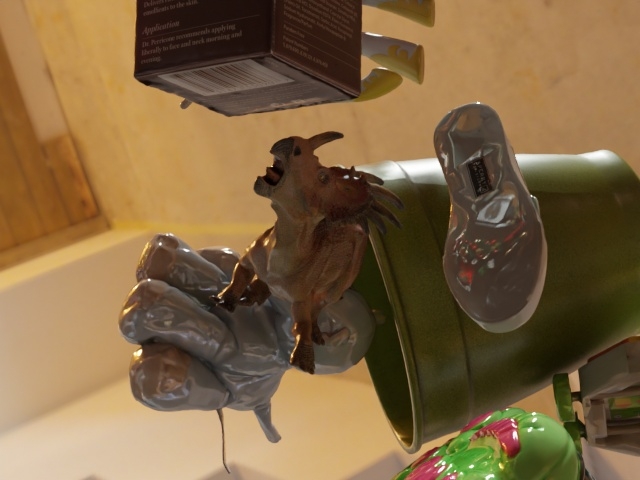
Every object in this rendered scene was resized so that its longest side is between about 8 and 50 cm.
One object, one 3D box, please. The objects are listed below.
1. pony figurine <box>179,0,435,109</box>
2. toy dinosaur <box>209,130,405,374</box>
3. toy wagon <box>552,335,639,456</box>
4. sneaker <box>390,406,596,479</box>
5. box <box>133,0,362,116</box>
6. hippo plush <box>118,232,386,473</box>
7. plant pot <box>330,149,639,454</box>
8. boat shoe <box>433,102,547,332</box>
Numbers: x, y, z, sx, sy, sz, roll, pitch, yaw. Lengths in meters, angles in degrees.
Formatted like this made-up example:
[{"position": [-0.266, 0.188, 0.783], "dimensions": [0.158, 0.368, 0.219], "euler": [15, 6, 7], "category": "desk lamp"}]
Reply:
[{"position": [-0.030, -0.341, 1.638], "dimensions": [0.303, 0.363, 0.351], "euler": [55, 38, -69], "category": "pony figurine"}, {"position": [0.000, 0.000, 1.153], "dimensions": [0.127, 0.200, 0.296], "euler": [31, 6, 5], "category": "toy dinosaur"}, {"position": [0.421, 0.205, 1.432], "dimensions": [0.344, 0.267, 0.068], "euler": [63, 23, -57], "category": "toy wagon"}, {"position": [0.163, 0.264, 1.050], "dimensions": [0.202, 0.185, 0.483], "euler": [57, 2, 8], "category": "sneaker"}, {"position": [-0.067, -0.245, 1.191], "dimensions": [0.168, 0.167, 0.203], "euler": [-4, -100, 32], "category": "box"}, {"position": [-0.068, 0.106, 1.359], "dimensions": [0.236, 0.234, 0.294], "euler": [-19, -89, 31], "category": "hippo plush"}, {"position": [0.227, 0.039, 1.507], "dimensions": [0.366, 0.353, 0.366], "euler": [165, -90, -83], "category": "plant pot"}, {"position": [0.138, -0.012, 0.934], "dimensions": [0.070, 0.078, 0.219], "euler": [52, 26, -43], "category": "boat shoe"}]
